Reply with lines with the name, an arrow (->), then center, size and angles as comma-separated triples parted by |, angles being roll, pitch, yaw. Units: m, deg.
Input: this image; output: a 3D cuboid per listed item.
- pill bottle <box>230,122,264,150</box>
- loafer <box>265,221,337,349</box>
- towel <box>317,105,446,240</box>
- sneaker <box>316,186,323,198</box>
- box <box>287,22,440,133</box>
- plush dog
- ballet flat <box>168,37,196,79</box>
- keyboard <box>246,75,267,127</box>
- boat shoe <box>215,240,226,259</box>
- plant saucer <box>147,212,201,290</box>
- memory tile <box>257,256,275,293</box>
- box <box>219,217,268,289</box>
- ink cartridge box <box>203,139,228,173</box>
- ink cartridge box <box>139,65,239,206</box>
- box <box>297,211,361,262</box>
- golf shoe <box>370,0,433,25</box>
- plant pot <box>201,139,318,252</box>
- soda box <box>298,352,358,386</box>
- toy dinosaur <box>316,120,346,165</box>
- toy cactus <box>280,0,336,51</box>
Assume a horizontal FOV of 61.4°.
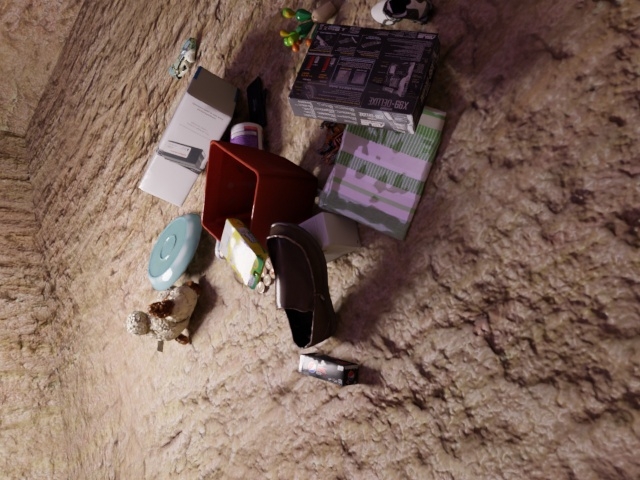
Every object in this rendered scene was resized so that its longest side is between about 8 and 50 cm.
pill bottle -> -0.234, -0.272, 1.742 | 0.108, 0.108, 0.193 | -17, 72, 43
loafer -> -0.052, 0.126, 1.370 | 0.134, 0.130, 0.365 | -4, 117, 34
towel -> 0.148, -0.194, 1.329 | 0.248, 0.038, 0.324 | 23, 102, 20
sneaker -> 0.002, -0.128, 1.535 | 0.083, 0.032, 0.037 | 41, 113, 41
box -> 0.107, -0.391, 1.282 | 0.308, 0.076, 0.242 | 12, 69, 18
plush dog -> -0.521, 0.252, 1.912 | 0.211, 0.262, 0.225 | 41, 129, 5
ballet flat -> -0.539, -0.722, 2.161 | 0.188, 0.070, 0.070 | -45, 55, 34
keyboard -> -0.205, -0.458, 1.802 | 0.108, 0.023, 0.180 | -26, 67, 47
boat shoe -> -0.311, -0.025, 1.825 | 0.066, 0.066, 0.183 | 9, 101, 41
plant saucer -> -0.551, 0.033, 1.995 | 0.318, 0.044, 0.317 | -31, 42, 34
memory tile -> -0.187, 0.084, 1.713 | 0.113, 0.012, 0.148 | -50, 53, 29
box -> -0.193, 0.034, 1.380 | 0.179, 0.043, 0.105 | 49, 132, 36
ink cartridge box -> -0.316, -0.266, 1.838 | 0.143, 0.092, 0.090 | -54, 50, 24
ink cartridge box -> -0.450, -0.357, 1.861 | 0.395, 0.166, 0.285 | -52, 22, 27
box -> 0.000, 0.000, 1.449 | 0.170, 0.130, 0.091 | -26, 68, 40
golf shoe -> 0.189, -0.596, 1.368 | 0.198, 0.094, 0.077 | 22, 101, 47
plant pot -> -0.163, -0.122, 1.535 | 0.267, 0.236, 0.267 | 37, 125, 42
soda box -> 0.020, 0.340, 1.432 | 0.169, 0.060, 0.053 | 4, 89, 45
toy dinosaur -> 0.086, -0.360, 1.434 | 0.322, 0.164, 0.218 | -45, 66, 3
toy cactus -> -0.027, -0.632, 1.607 | 0.180, 0.112, 0.219 | -35, 56, 15
